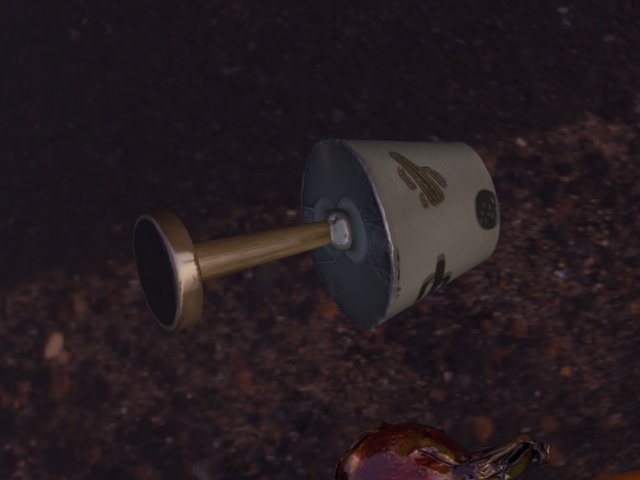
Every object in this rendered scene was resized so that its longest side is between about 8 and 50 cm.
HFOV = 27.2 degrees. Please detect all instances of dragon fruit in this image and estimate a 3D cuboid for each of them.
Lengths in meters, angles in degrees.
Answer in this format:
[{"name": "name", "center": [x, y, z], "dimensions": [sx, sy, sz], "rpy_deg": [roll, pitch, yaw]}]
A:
[{"name": "dragon fruit", "center": [0.118, 0.227, 1.290], "dimensions": [0.246, 0.125, 0.125], "rpy_deg": [-18, 49, 32]}]

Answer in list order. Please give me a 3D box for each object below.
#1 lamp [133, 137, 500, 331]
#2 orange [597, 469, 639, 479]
[{"name": "lamp", "center": [0.000, 0.000, 0.806], "dimensions": [0.121, 0.215, 0.121], "rpy_deg": [39, 137, 51]}, {"name": "orange", "center": [0.301, 0.341, 1.171], "dimensions": [0.284, 0.226, 0.283], "rpy_deg": [4, 104, 18]}]
